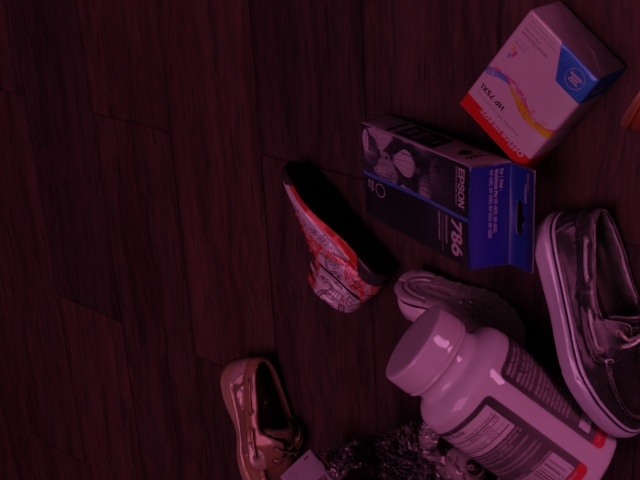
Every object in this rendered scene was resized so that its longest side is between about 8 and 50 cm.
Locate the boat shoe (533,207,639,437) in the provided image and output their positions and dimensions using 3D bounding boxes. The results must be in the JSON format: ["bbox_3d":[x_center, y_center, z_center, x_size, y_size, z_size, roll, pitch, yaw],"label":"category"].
[{"bbox_3d":[0.396,0.115,1.459,0.119,0.121,0.335,-18,94,51],"label":"boat shoe"}]

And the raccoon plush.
[{"bbox_3d":[0.162,0.339,1.800,0.216,0.299,0.446,52,174,-24],"label":"raccoon plush"}]

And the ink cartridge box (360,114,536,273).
[{"bbox_3d":[0.181,-0.069,1.563,0.332,0.065,0.165,28,129,50],"label":"ink cartridge box"}]

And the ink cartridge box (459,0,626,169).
[{"bbox_3d":[0.289,-0.196,1.445,0.134,0.078,0.231,50,136,15],"label":"ink cartridge box"}]

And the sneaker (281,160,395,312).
[{"bbox_3d":[0.000,0.001,1.814,0.270,0.090,0.145,49,133,12],"label":"sneaker"}]

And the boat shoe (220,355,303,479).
[{"bbox_3d":[-0.099,0.394,2.078,0.110,0.121,0.341,-14,98,48],"label":"boat shoe"}]

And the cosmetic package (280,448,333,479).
[{"bbox_3d":[0.033,0.503,1.936,0.231,0.085,0.117,51,175,-29],"label":"cosmetic package"}]

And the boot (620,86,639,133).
[{"bbox_3d":[0.506,-0.169,1.187,0.283,0.109,0.220,-44,82,12],"label":"boot"}]

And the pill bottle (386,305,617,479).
[{"bbox_3d":[0.258,0.238,1.533,0.318,0.176,0.176,36,136,-8],"label":"pill bottle"}]

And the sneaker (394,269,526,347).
[{"bbox_3d":[0.225,0.128,1.675,0.235,0.090,0.095,28,144,33],"label":"sneaker"}]
